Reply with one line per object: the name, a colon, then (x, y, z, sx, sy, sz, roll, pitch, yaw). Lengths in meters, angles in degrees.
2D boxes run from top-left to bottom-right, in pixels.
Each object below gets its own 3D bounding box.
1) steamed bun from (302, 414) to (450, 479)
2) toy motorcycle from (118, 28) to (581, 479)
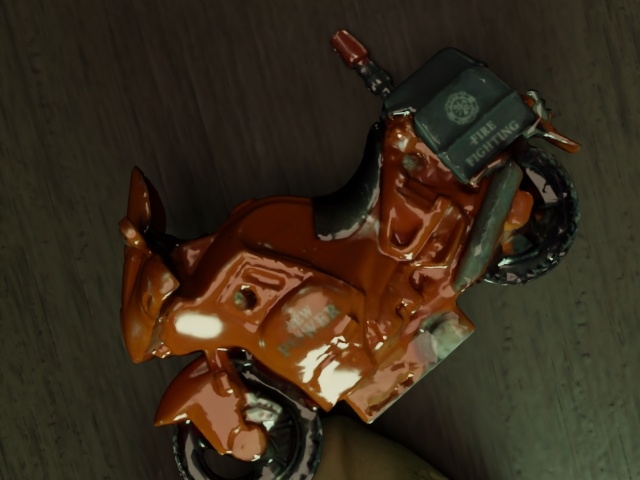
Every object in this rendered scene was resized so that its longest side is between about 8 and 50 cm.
steamed bun: (0.003, 0.252, 0.833, 0.200, 0.170, 0.225, 44, 102, -6)
toy motorcycle: (0.000, 0.000, 0.789, 0.325, 0.148, 0.221, -41, 87, -4)
